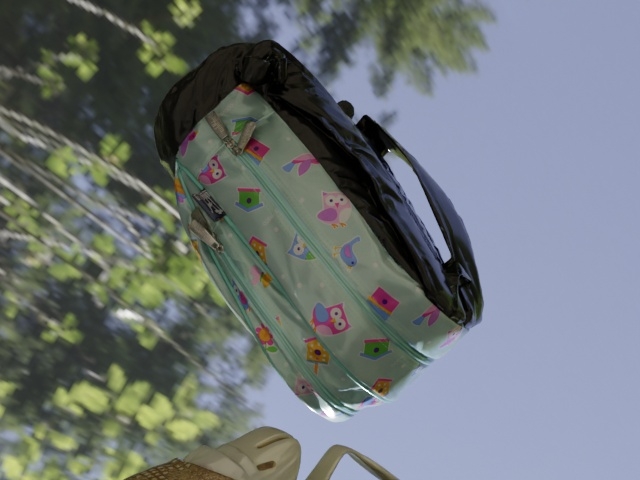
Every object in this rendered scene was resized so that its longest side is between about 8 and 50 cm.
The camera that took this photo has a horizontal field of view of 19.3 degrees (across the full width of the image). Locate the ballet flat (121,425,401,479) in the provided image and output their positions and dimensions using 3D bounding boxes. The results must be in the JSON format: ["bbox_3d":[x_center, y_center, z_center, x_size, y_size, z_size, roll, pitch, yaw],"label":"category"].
[{"bbox_3d":[-0.014,0.124,0.887,0.073,0.206,0.067,11,-98,50],"label":"ballet flat"}]

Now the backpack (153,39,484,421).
[{"bbox_3d":[0.000,0.000,0.965,0.115,0.152,0.182,-42,-115,15],"label":"backpack"}]
